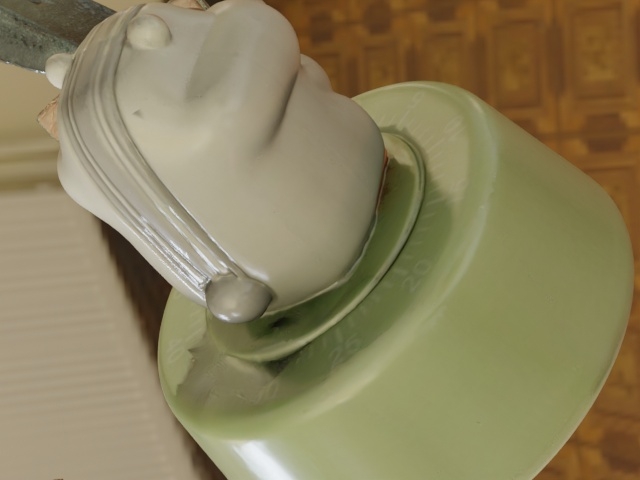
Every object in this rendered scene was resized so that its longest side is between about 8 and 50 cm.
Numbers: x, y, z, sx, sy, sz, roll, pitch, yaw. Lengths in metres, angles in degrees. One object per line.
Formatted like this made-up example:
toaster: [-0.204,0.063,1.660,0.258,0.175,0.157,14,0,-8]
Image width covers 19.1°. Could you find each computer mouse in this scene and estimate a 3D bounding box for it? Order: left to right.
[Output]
computer mouse: [-0.259,-0.190,1.728,0.229,0.113,0.068,26,122,11]

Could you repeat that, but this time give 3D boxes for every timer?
timer: [-0.022,-0.016,1.090,0.291,0.315,0.291,-32,33,24]

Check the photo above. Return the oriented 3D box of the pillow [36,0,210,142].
pillow: [-0.187,-0.159,2.035,0.126,0.232,0.043,49,-162,-9]

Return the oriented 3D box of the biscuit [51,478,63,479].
biscuit: [-0.179,0.208,1.346,0.091,0.015,0.078,88,173,-48]
